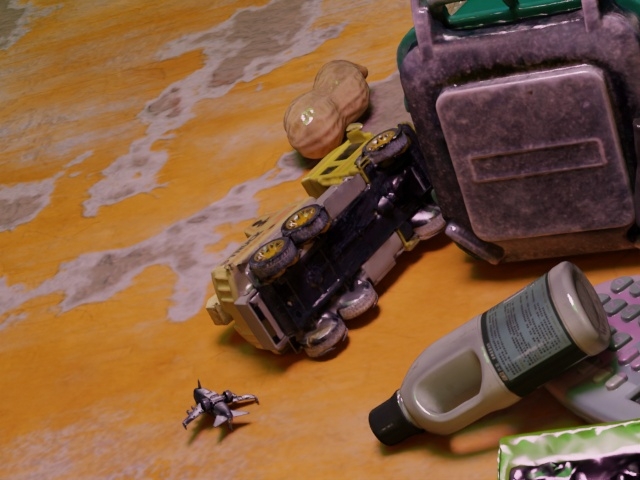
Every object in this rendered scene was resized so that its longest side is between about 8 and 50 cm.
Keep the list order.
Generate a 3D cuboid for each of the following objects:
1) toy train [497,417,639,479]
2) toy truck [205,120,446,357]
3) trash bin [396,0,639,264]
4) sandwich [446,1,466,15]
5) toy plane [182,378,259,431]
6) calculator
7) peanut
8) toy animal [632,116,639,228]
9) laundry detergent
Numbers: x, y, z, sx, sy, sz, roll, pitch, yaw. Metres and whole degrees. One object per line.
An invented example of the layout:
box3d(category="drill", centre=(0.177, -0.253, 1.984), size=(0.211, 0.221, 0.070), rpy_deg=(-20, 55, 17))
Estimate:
box3d(category="toy train", centre=(0.198, 0.265, 0.969), size=(0.173, 0.249, 0.307), rpy_deg=(-11, 50, 22))
box3d(category="toy truck", centre=(0.000, 0.000, 1.708), size=(0.157, 0.124, 0.272), rpy_deg=(-1, 38, 51))
box3d(category="trash bin", centre=(0.247, -0.184, 1.686), size=(0.259, 0.295, 0.381), rpy_deg=(-8, 27, 24))
box3d(category="sandwich", centre=(0.219, -0.268, 2.026), size=(0.244, 0.088, 0.090), rpy_deg=(-19, 33, 5))
box3d(category="toy plane", centre=(-0.102, 0.157, 1.607), size=(0.078, 0.031, 0.083), rpy_deg=(-18, 28, -24))
box3d(category="calculator", centre=(0.298, 0.101, 1.410), size=(0.185, 0.041, 0.299), rpy_deg=(-35, 29, -20))
box3d(category="peanut", centre=(0.010, -0.161, 2.009), size=(0.082, 0.082, 0.187), rpy_deg=(-2, 35, 32))
box3d(category="toy animal", centre=(0.355, -0.079, 1.502), size=(0.082, 0.137, 0.269), rpy_deg=(8, 25, 38))
box3d(category="laundry detergent", centre=(0.138, 0.109, 1.444), size=(0.226, 0.070, 0.099), rpy_deg=(-33, 38, 19))
